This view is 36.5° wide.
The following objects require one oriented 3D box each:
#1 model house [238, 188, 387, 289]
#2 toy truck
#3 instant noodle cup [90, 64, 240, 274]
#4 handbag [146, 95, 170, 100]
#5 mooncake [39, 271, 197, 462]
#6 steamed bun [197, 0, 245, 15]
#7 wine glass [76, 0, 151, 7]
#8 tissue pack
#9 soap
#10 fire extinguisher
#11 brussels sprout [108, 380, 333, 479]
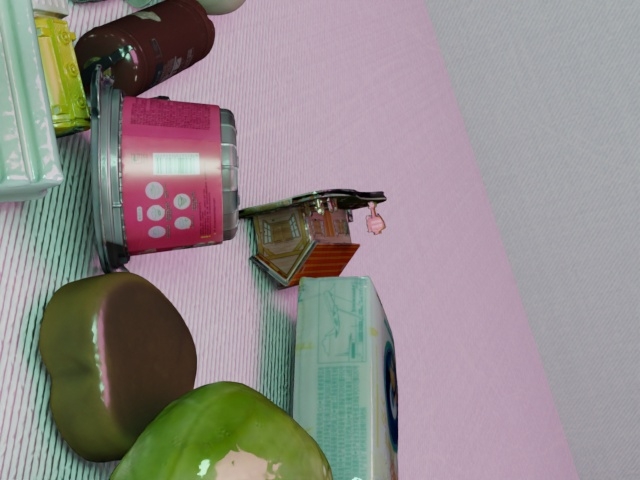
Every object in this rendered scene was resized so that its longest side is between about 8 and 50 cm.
[{"bbox_3d":[-0.001,0.000,1.761,0.294,0.207,0.153,-1,81,-63],"label":"model house"},{"bbox_3d":[-0.366,-0.237,1.249,0.098,0.114,0.226,-10,86,-64],"label":"toy truck"},{"bbox_3d":[-0.200,-0.085,1.288,0.302,0.182,0.258,96,-10,-49],"label":"instant noodle cup"},{"bbox_3d":[-0.275,-0.149,1.446,0.139,0.072,0.115,-25,104,-50],"label":"handbag"},{"bbox_3d":[-0.258,0.159,1.254,0.235,0.117,0.234,43,41,-53],"label":"mooncake"},{"bbox_3d":[-0.220,-0.483,1.634,0.232,0.145,0.231,-20,90,-78],"label":"steamed bun"},{"bbox_3d":[-0.319,-0.396,1.481,0.155,0.073,0.073,-24,99,-65],"label":"wine glass"},{"bbox_3d":[0.047,0.294,1.703,0.287,0.162,0.388,67,21,-58],"label":"tissue pack"},{"bbox_3d":[-0.403,-0.178,1.115,0.160,0.088,0.265,-8,83,-34],"label":"soap"},{"bbox_3d":[-0.269,-0.284,1.450,0.114,0.135,0.337,56,30,-10],"label":"fire extinguisher"},{"bbox_3d":[-0.123,0.323,1.153,0.328,0.247,0.328,-18,117,-40],"label":"brussels sprout"}]
